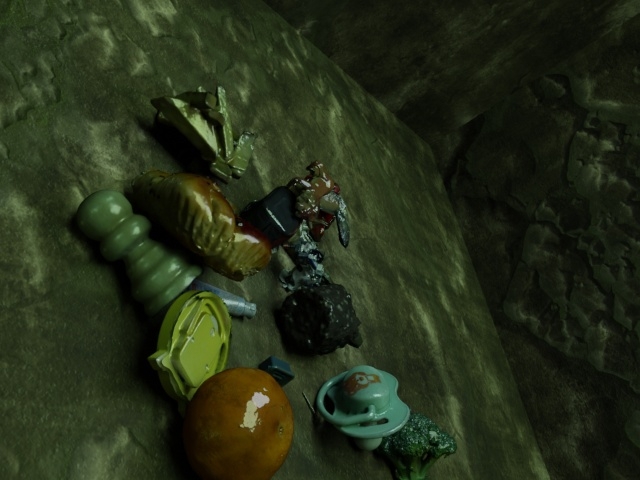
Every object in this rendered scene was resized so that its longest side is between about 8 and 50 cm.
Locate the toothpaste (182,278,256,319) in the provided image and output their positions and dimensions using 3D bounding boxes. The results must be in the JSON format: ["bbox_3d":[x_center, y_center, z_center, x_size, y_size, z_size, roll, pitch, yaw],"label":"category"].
[{"bbox_3d":[-0.295,0.173,1.657,0.234,0.057,0.089,27,40,-34],"label":"toothpaste"}]

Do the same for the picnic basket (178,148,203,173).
[{"bbox_3d":[-0.422,-0.266,1.860,0.083,0.072,0.072,37,34,-19],"label":"picnic basket"}]

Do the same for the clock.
[{"bbox_3d":[-0.322,0.265,1.422,0.293,0.071,0.277,-57,142,-51],"label":"clock"}]

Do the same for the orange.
[{"bbox_3d":[-0.189,0.447,1.353,0.284,0.226,0.283,29,56,-54],"label":"orange"}]

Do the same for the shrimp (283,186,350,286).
[{"bbox_3d":[0.000,0.000,2.099,0.085,0.272,0.444,-99,166,-81],"label":"shrimp"}]

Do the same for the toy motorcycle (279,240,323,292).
[{"bbox_3d":[-0.066,0.099,1.958,0.150,0.221,0.102,10,39,6],"label":"toy motorcycle"}]

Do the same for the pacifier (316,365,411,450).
[{"bbox_3d":[0.134,0.559,1.825,0.343,0.289,0.269,-103,-172,-71],"label":"pacifier"}]

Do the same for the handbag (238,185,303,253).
[{"bbox_3d":[-0.172,-0.061,1.926,0.181,0.181,0.254,51,27,-11],"label":"handbag"}]

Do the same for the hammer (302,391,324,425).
[{"bbox_3d":[-0.026,0.522,1.772,0.035,0.019,0.110,-12,71,-60],"label":"hammer"}]

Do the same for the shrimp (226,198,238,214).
[{"bbox_3d":[-0.348,-0.130,1.877,0.190,0.042,0.101,25,22,-44],"label":"shrimp"}]

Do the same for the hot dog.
[{"bbox_3d":[-0.301,-0.044,1.511,0.367,0.196,0.365,41,-7,-29],"label":"hot dog"}]

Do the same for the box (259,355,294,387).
[{"bbox_3d":[-0.133,0.387,1.683,0.099,0.074,0.054,35,26,-37],"label":"box"}]

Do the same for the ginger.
[{"bbox_3d":[-0.332,-0.377,1.863,0.358,0.211,0.413,46,19,8],"label":"ginger"}]

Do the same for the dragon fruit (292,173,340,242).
[{"bbox_3d":[-0.023,-0.122,2.197,0.234,0.234,0.292,19,62,-49],"label":"dragon fruit"}]

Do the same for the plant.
[{"bbox_3d":[0.029,0.265,1.903,0.312,0.213,0.215,16,47,-52],"label":"plant"}]

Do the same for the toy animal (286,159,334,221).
[{"bbox_3d":[-0.026,-0.175,1.973,0.157,0.097,0.312,53,39,-9],"label":"toy animal"}]

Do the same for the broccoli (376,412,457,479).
[{"bbox_3d":[0.330,0.726,1.945,0.254,0.269,0.269,4,59,-50],"label":"broccoli"}]

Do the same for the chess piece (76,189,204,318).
[{"bbox_3d":[-0.466,0.016,1.421,0.330,0.182,0.182,49,30,-7],"label":"chess piece"}]
